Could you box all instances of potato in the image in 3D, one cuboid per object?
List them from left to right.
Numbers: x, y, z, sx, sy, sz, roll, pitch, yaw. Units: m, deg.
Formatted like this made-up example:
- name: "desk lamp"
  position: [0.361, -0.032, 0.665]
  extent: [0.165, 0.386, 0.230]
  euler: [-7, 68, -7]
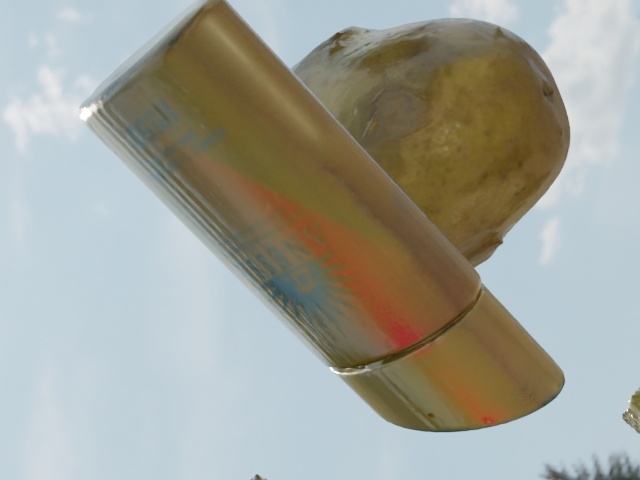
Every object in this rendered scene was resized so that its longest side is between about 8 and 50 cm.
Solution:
- name: "potato"
  position: [0.109, -0.089, 1.226]
  extent: [0.290, 0.296, 0.397]
  euler: [60, -157, -1]

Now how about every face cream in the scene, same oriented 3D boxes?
- name: "face cream"
  position: [0.000, 0.000, 0.703]
  extent: [0.285, 0.139, 0.067]
  euler: [46, -126, -15]

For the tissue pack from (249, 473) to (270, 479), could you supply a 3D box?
- name: "tissue pack"
  position: [-0.084, 0.424, 1.027]
  extent: [0.228, 0.293, 0.382]
  euler: [30, -62, -36]

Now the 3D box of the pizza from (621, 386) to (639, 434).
- name: "pizza"
  position: [0.421, 0.160, 1.236]
  extent: [0.188, 0.204, 0.081]
  euler: [-36, -22, -18]
